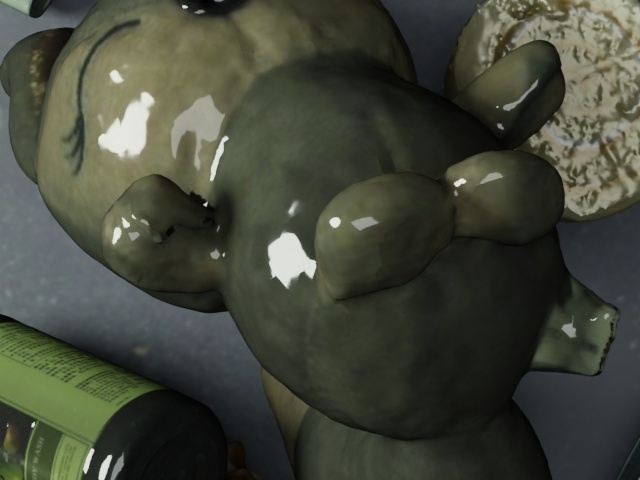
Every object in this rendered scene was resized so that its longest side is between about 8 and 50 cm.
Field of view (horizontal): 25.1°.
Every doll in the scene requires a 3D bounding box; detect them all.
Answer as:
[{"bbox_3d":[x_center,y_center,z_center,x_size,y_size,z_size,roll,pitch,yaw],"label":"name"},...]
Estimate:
[{"bbox_3d":[-0.031,0.013,0.817,0.252,0.382,0.378,-13,125,-29],"label":"doll"}]

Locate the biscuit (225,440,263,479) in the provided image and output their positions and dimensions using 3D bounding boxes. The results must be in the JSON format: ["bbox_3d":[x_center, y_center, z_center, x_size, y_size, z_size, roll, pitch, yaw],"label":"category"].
[{"bbox_3d":[-0.040,0.334,0.928,0.268,0.115,0.366,-37,92,12],"label":"biscuit"}]

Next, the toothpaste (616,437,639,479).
[{"bbox_3d":[0.254,0.133,0.928,0.089,0.071,0.313,27,95,-2],"label":"toothpaste"}]

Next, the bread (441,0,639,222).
[{"bbox_3d":[0.144,-0.085,0.881,0.134,0.141,0.148,-31,91,3],"label":"bread"}]

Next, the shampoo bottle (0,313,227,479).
[{"bbox_3d":[-0.189,0.105,0.895,0.284,0.101,0.101,18,96,37],"label":"shampoo bottle"}]

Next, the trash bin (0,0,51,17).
[{"bbox_3d":[-0.220,-0.223,0.931,0.130,0.059,0.116,26,97,0],"label":"trash bin"}]
